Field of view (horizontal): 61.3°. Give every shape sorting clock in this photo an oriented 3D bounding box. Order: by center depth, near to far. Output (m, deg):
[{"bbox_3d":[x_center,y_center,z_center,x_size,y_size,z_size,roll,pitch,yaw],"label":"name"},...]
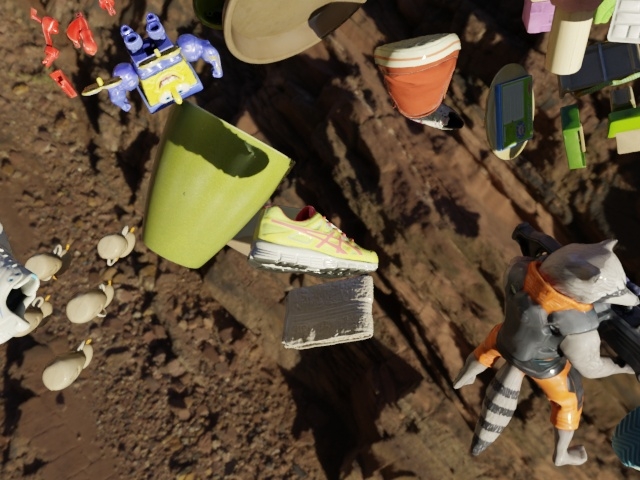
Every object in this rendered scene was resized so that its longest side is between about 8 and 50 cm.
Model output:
[{"bbox_3d":[0.418,-0.283,1.193,0.206,0.206,0.040,22,-4,-41],"label":"shape sorting clock"}]

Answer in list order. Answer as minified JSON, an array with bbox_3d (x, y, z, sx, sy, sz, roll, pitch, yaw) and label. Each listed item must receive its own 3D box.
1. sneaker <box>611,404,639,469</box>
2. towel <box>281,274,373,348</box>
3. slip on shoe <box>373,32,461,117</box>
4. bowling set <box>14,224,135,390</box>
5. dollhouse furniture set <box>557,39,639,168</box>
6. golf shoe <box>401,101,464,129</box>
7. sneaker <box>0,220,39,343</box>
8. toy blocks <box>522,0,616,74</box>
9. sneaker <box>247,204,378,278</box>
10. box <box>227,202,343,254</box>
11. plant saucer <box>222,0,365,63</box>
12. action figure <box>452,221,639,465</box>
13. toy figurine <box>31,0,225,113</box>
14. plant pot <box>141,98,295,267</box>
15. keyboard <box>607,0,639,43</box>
[{"bbox_3d":[0.479,0.227,0.674,0.092,0.228,0.087,52,12,-52],"label":"sneaker"},{"bbox_3d":[0.017,0.200,1.513,0.049,0.282,0.187,45,39,-46],"label":"towel"},{"bbox_3d":[0.151,-0.245,0.827,0.331,0.123,0.101,-39,121,-78],"label":"slip on shoe"},{"bbox_3d":[-0.438,0.077,0.885,0.200,0.287,0.154,25,-1,-8],"label":"bowling set"},{"bbox_3d":[0.734,-0.364,1.407,0.151,0.197,0.302,47,44,-46],"label":"dollhouse furniture set"},{"bbox_3d":[0.269,-0.308,1.293,0.186,0.067,0.086,2,28,-37],"label":"golf shoe"},{"bbox_3d":[-0.397,0.045,0.685,0.071,0.083,0.191,66,3,-62],"label":"sneaker"},{"bbox_3d":[0.374,-0.393,0.624,0.260,0.288,0.309,78,8,-46],"label":"toy blocks"},{"bbox_3d":[0.000,0.000,0.737,0.208,0.081,0.094,12,71,-38],"label":"sneaker"},{"bbox_3d":[-0.109,-0.013,1.371,0.311,0.121,0.148,11,-17,44],"label":"box"},{"bbox_3d":[-0.015,-0.342,0.708,0.041,0.278,0.278,56,26,6],"label":"plant saucer"},{"bbox_3d":[0.301,0.151,0.655,0.178,0.330,0.341,-17,39,-24],"label":"action figure"},{"bbox_3d":[-0.261,-0.329,0.925,0.191,0.362,0.217,56,-9,14],"label":"toy figurine"},{"bbox_3d":[-0.240,-0.100,1.119,0.274,0.293,0.275,29,5,-3],"label":"plant pot"},{"bbox_3d":[0.406,-0.208,0.485,0.256,0.072,0.014,12,23,19],"label":"keyboard"}]
